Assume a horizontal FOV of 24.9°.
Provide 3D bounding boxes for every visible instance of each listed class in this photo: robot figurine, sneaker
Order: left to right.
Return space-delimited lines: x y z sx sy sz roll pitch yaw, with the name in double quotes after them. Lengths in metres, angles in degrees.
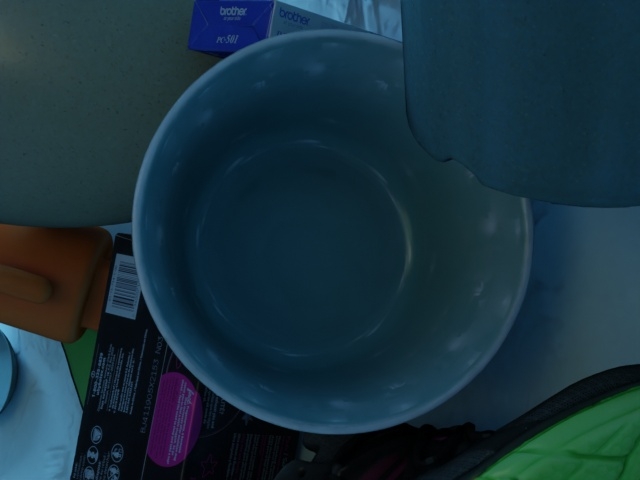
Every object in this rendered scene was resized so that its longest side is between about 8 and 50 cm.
-0.298 0.029 1.485 0.128 0.219 0.158 108 179 -45 "robot figurine"
0.067 0.204 1.127 0.483 0.185 0.202 -30 47 23 "sneaker"

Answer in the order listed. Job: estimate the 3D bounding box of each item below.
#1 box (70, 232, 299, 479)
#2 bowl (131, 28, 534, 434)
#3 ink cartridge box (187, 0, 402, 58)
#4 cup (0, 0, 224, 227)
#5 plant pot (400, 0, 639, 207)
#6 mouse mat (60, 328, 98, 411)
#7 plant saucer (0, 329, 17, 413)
-0.113 0.130 1.337 0.163 0.142 0.247 9 87 44 "box"
0.000 0.000 1.170 0.163 0.311 0.311 146 127 -78 "bowl"
-0.003 -0.162 1.237 0.097 0.207 0.046 10 90 43 "ink cartridge box"
-0.164 -0.151 1.346 0.237 0.331 0.331 14 93 18 "cup"
0.187 -0.224 0.962 0.341 0.341 0.334 33 134 41 "plant pot"
-0.207 0.134 1.515 0.152 0.007 0.190 -41 58 30 "mouse mat"
-0.381 0.154 1.662 0.119 0.021 0.119 -8 79 42 "plant saucer"
